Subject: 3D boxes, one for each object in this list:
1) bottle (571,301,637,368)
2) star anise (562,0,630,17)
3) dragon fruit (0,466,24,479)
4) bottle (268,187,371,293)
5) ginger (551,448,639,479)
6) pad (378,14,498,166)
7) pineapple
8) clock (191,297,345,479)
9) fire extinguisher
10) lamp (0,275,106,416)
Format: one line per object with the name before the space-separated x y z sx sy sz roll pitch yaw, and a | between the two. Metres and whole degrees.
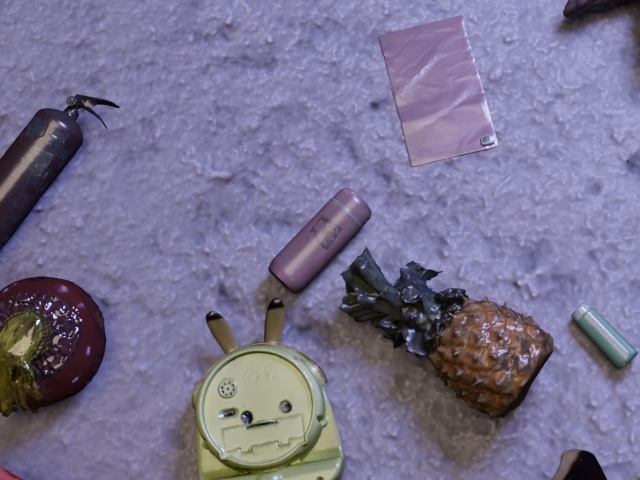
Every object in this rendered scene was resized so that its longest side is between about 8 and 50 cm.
bottle | 0.327 0.109 1.292 0.030 0.030 0.083 -40 73 -5
star anise | 0.415 -0.351 1.375 0.198 0.110 0.257 24 72 13
dragon fruit | -0.394 0.348 1.224 0.224 0.224 0.227 24 59 13
bottle | 0.000 0.000 1.355 0.053 0.053 0.140 42 82 16
ginger | 0.253 0.393 1.132 0.413 0.211 0.358 12 80 -28
pad | 0.148 -0.192 1.415 0.113 0.006 0.188 -13 73 4
pineapple | 0.137 0.096 1.278 0.248 0.128 0.128 31 80 19
clock | -0.071 0.189 1.300 0.170 0.069 0.232 -12 73 4
fire extinguisher | -0.365 -0.084 1.415 0.089 0.072 0.267 33 80 20
lamp | -0.335 0.117 1.321 0.156 0.135 0.157 -21 71 1
